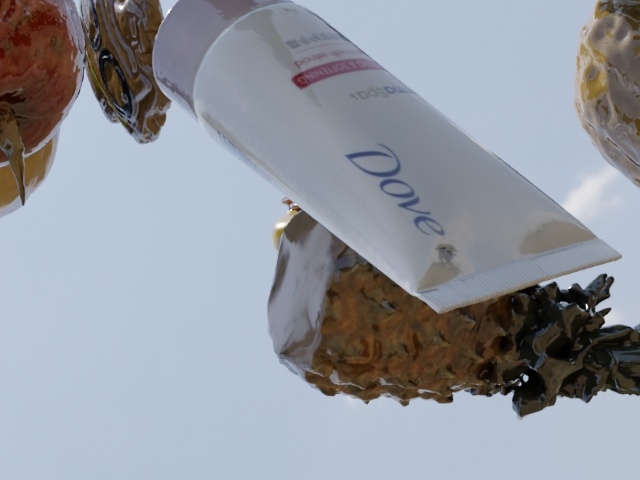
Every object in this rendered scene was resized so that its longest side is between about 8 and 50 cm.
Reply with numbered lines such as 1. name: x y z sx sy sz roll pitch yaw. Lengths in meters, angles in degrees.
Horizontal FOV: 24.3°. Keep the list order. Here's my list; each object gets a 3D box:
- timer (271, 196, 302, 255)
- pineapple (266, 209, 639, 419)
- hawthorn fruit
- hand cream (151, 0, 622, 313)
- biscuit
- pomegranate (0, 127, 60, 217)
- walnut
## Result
1. timer: 0.000 0.000 1.647 0.107 0.109 0.107 -21 11 4
2. pineapple: 0.116 0.059 1.047 0.310 0.141 0.170 12 -23 -23
3. hawthorn fruit: -0.331 -0.184 1.322 0.258 0.262 0.258 -18 -62 -37
4. hand cream: 0.017 -0.045 0.734 0.133 0.248 0.083 -17 -46 -42
5. biscuit: -0.225 -0.212 1.665 0.041 0.208 0.290 -19 -7 -21
6. pomegranate: -0.489 -0.156 1.820 0.338 0.338 0.338 -31 -31 -22
7. walnut: 0.321 -0.124 1.121 0.224 0.257 0.257 -52 -27 -14
